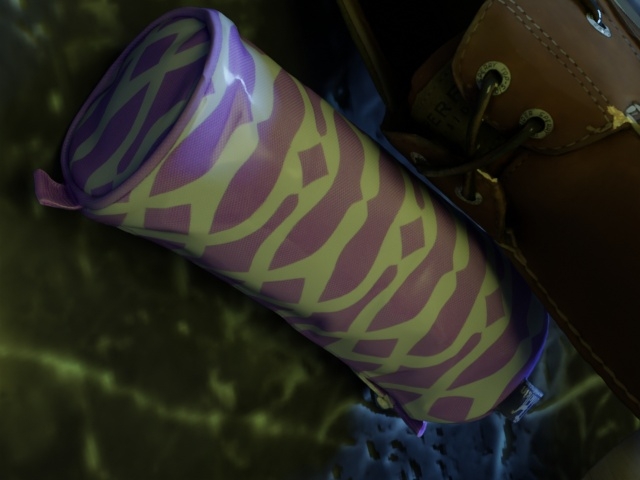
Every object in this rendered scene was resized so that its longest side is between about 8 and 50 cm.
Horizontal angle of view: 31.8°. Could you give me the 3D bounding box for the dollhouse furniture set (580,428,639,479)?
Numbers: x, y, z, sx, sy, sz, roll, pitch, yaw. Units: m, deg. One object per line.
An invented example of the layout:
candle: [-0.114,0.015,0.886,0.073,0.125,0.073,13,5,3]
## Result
dollhouse furniture set: [0.166,0.109,0.561,0.355,0.174,0.303,-26,151,-6]

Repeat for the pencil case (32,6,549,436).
pencil case: [0.000,0.000,0.430,0.088,0.086,0.206,-44,123,13]

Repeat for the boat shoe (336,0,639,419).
boat shoe: [0.070,-0.048,0.408,0.104,0.111,0.307,-7,59,-39]
